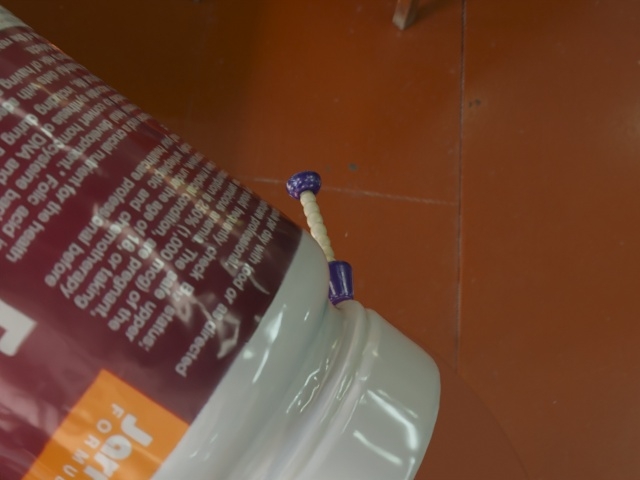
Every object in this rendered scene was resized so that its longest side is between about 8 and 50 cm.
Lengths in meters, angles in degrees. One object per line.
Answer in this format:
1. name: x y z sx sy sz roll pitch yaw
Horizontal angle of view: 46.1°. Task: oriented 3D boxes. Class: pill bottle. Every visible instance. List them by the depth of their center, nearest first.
1. pill bottle: -0.138 0.036 0.454 0.392 0.224 0.224 36 65 -8

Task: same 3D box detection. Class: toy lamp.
1. toy lamp: 0.000 0.000 1.363 0.080 0.080 0.274 -10 54 -11
